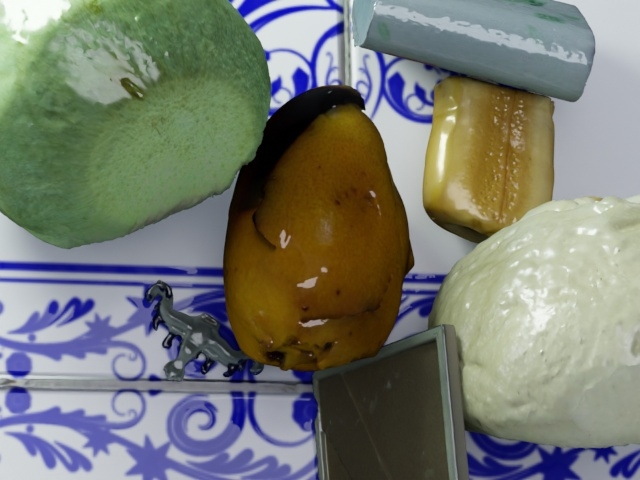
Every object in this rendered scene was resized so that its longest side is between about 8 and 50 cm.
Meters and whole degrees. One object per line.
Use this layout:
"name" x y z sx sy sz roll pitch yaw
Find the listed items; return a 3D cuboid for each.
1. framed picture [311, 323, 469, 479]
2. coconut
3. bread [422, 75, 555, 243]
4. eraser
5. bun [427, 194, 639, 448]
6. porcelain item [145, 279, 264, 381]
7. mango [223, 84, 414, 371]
"framed picture" 0.065 0.241 1.749 0.020 0.211 0.290 6 72 -35
"coconut" -0.216 -0.152 1.772 0.328 0.281 0.328 -17 50 21
"bread" 0.167 -0.077 1.919 0.134 0.085 0.173 14 71 -11
"eraser" 0.149 -0.215 1.922 0.227 0.174 0.081 13 114 -7
"bun" 0.270 0.071 1.780 0.349 0.352 0.227 -5 90 -50
"porcelain item" -0.125 0.105 1.842 0.136 0.021 0.075 36 71 0
"mango" 0.000 0.000 1.801 0.201 0.152 0.287 30 50 -15
